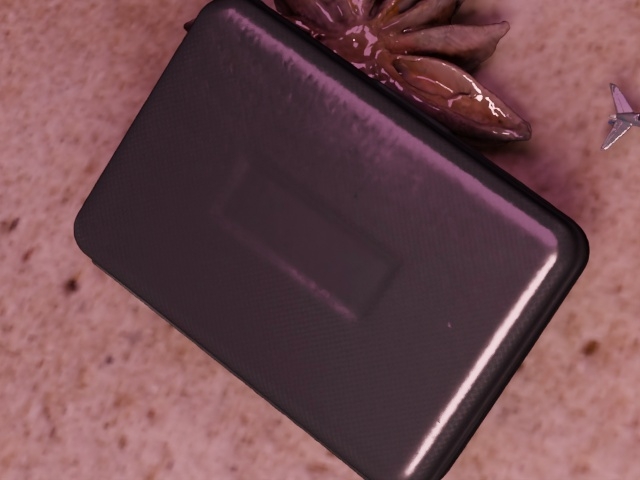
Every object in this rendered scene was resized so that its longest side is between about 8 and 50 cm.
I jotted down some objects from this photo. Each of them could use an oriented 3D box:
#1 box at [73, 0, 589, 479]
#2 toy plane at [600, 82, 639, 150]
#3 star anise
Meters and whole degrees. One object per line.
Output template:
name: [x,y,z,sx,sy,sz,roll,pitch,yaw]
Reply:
box: [0.000,0.000,0.885,0.230,0.050,0.160,37,101,20]
toy plane: [0.181,-0.058,0.908,0.084,0.024,0.078,7,85,24]
star anise: [0.026,-0.092,0.960,0.195,0.065,0.182,27,77,20]
